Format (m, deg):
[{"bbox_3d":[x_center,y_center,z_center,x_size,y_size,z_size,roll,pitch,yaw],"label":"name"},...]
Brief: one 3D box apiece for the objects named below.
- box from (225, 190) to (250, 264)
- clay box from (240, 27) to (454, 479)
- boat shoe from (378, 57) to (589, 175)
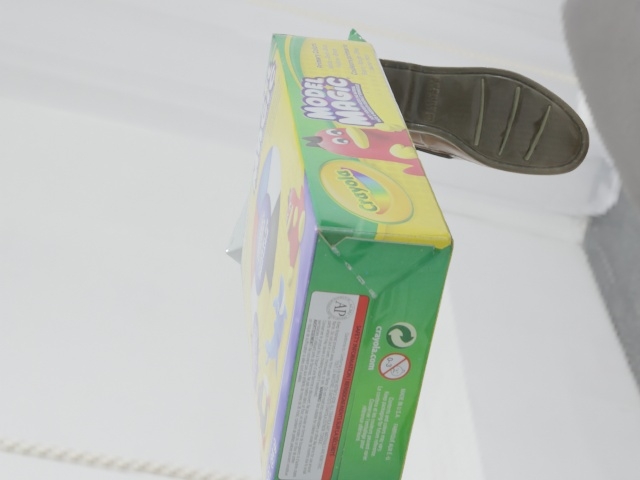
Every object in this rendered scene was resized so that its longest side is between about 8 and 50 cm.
[{"bbox_3d":[-0.009,-0.016,1.087,0.101,0.087,0.102,-23,36,44],"label":"box"},{"bbox_3d":[0.000,0.000,0.524,0.222,0.053,0.127,-105,22,-61],"label":"clay box"},{"bbox_3d":[0.162,-0.147,1.441,0.104,0.307,0.110,20,-91,-77],"label":"boat shoe"}]
